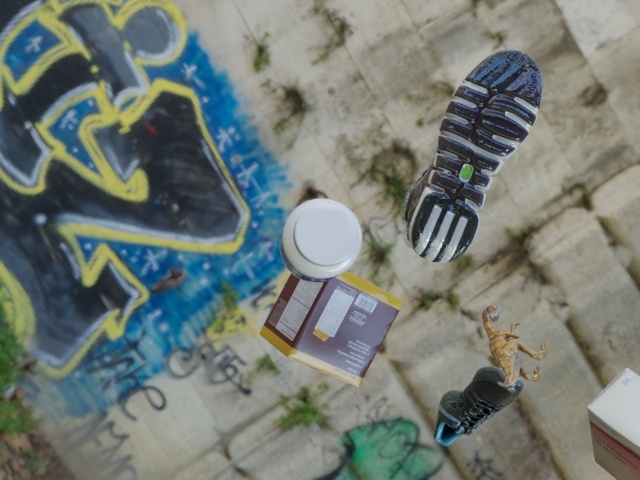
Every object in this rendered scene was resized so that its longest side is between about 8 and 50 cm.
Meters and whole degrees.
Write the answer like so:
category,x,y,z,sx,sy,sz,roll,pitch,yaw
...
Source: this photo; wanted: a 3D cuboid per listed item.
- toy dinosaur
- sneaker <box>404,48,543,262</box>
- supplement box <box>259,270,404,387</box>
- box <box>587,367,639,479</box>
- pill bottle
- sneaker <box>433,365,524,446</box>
category,x,y,z,sx,sy,sz,roll,pitch,yaw
toy dinosaur,0.286,0.180,1.244,0.211,0.112,0.064,-92,-161,-61
sneaker,0.174,-0.110,1.065,0.106,0.281,0.162,28,-1,-8
supplement box,0.022,0.153,1.623,0.191,0.194,0.129,28,0,-33
box,0.646,0.399,1.674,0.148,0.127,0.232,38,-19,43
pill bottle,0.000,0.000,1.159,0.112,0.112,0.187,57,-7,3
sneaker,0.409,0.438,2.140,0.125,0.140,0.341,32,-37,-2
